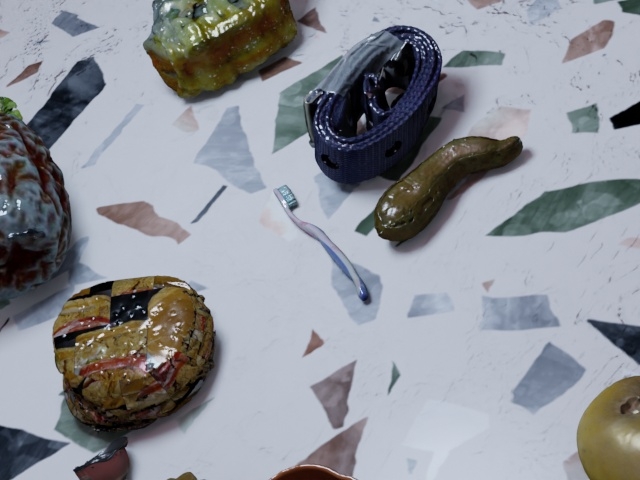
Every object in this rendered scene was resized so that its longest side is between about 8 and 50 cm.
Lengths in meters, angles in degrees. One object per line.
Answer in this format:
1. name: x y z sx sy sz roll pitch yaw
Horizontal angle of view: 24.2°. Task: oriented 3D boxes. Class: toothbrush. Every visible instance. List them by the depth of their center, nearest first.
1. toothbrush: 0.000 0.000 2.022 0.027 0.021 0.269 -39 46 0

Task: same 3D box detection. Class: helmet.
1. helmet: -0.267 0.289 1.891 0.084 0.049 0.065 -32 4 -39

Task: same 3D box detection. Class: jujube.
1. jujube: -0.481 -0.054 2.183 0.226 0.226 0.317 -33 43 -3

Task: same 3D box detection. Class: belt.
1. belt: 0.077 -0.185 2.073 0.139 0.126 0.230 32 68 17

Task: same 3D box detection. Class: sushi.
1. sushi: -0.144 -0.344 2.312 0.274 0.139 0.184 -27 48 0

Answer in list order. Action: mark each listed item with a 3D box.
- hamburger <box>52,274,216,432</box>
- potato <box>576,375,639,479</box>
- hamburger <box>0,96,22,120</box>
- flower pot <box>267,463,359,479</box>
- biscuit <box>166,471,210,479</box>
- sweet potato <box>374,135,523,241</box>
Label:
1. hamburger: -0.247 0.145 1.970 0.231 0.107 0.231 -11 44 10
2. potato: 0.372 0.224 1.555 0.150 0.146 0.234 -8 12 -39
3. hamburger: -0.558 -0.153 2.393 0.189 0.093 0.164 -32 47 1
4. flower pot: 0.006 0.363 1.598 0.190 0.173 0.191 -15 46 17
5. biscuit: -0.168 0.356 1.785 0.170 0.050 0.170 -20 38 16
6. sweet potato: 0.161 -0.079 1.982 0.233 0.062 0.081 -36 60 -10
